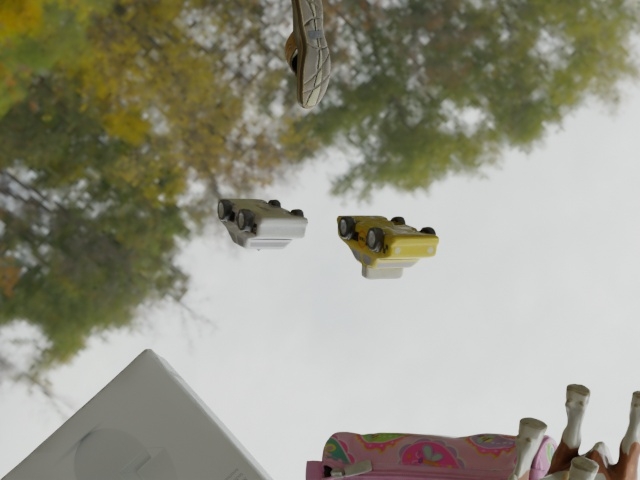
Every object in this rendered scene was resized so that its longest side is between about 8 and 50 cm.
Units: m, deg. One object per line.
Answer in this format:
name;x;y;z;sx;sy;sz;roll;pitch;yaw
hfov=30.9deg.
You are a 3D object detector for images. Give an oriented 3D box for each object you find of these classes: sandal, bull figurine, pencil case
sandal;-0.026;-0.275;1.642;0.049;0.180;0.072;-3;-175;34
bull figurine;0.220;0.231;1.009;0.101;0.188;0.310;13;-163;23
pencil case;0.130;0.275;1.302;0.284;0.124;0.124;-3;-134;29

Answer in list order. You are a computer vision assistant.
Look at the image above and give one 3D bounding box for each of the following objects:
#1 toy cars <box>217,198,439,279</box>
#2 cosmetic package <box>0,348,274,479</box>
toy cars;0.000;0.000;1.758;0.394;0.087;0.176;9;-170;23
cosmetic package;-0.187;0.278;1.256;0.224;0.224;0.138;-42;171;-7
